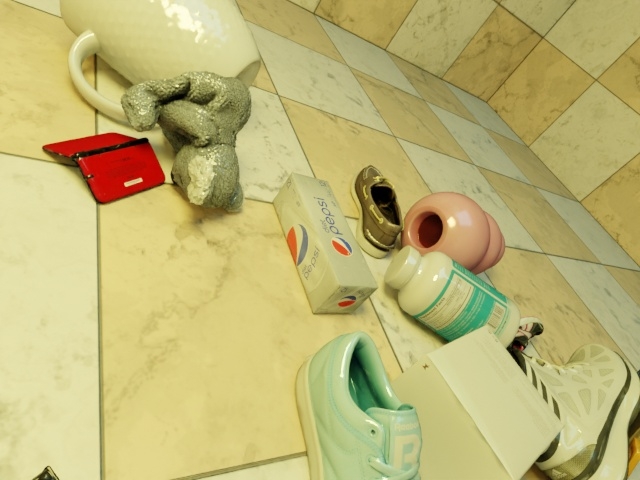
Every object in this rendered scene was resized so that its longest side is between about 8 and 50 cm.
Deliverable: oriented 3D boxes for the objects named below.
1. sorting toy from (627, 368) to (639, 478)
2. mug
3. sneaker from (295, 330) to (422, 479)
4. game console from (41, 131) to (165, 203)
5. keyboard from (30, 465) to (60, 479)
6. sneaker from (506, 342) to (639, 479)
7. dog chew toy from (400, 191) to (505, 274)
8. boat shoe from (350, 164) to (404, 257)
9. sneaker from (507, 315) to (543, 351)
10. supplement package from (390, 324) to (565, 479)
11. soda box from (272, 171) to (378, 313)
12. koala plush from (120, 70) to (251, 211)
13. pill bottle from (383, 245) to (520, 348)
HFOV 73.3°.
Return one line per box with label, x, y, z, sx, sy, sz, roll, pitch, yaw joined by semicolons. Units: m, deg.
sorting toy;0.657;0.395;0.892;0.047;0.196;0.347;28;28;29
mug;-0.328;-0.393;0.880;0.328;0.276;0.374;41;64;-7
sneaker;0.069;0.282;0.536;0.135;0.150;0.366;5;47;-37
game console;-0.364;-0.130;0.736;0.144;0.085;0.124;-39;110;-54
keyboard;-0.217;0.293;0.386;0.180;0.023;0.108;46;42;10
sneaker;0.498;0.281;0.896;0.257;0.169;0.447;48;39;10
dog chew toy;0.348;0.000;1.067;0.331;0.206;0.207;12;42;-44
boat shoe;0.146;-0.099;1.074;0.116;0.097;0.324;25;37;-17
sneaker;0.472;0.230;1.032;0.178;0.072;0.077;4;59;-28
supplement package;0.234;0.273;0.689;0.203;0.149;0.194;-6;54;-44
soda box;0.000;0.000;0.841;0.098;0.091;0.286;8;45;-37
koala plush;-0.204;-0.160;0.764;0.196;0.203;0.221;30;46;-79
pill bottle;0.264;0.120;0.891;0.264;0.146;0.146;35;35;-5
